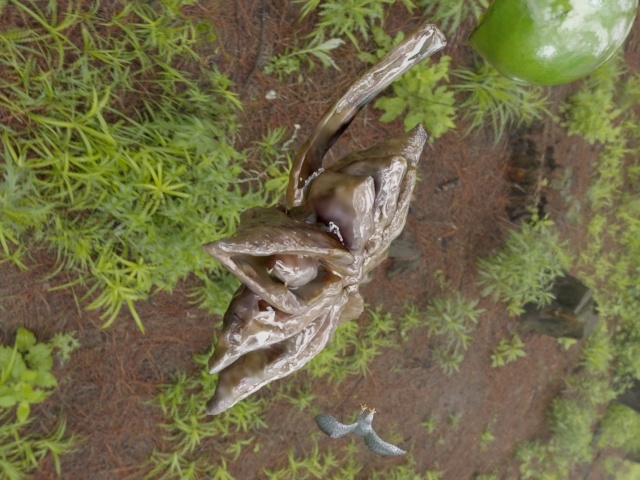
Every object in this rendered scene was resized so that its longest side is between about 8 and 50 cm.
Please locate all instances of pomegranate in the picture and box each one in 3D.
[{"bbox_3d":[0.314,-0.302,0.624,0.159,0.190,0.241,36,88,3],"label":"pomegranate"}]

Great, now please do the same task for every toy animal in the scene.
[{"bbox_3d":[0.037,0.154,0.423,0.084,0.028,0.050,17,114,5],"label":"toy animal"}]

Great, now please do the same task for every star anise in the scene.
[{"bbox_3d":[0.000,0.002,0.453,0.292,0.109,0.349,-50,162,-39],"label":"star anise"}]
